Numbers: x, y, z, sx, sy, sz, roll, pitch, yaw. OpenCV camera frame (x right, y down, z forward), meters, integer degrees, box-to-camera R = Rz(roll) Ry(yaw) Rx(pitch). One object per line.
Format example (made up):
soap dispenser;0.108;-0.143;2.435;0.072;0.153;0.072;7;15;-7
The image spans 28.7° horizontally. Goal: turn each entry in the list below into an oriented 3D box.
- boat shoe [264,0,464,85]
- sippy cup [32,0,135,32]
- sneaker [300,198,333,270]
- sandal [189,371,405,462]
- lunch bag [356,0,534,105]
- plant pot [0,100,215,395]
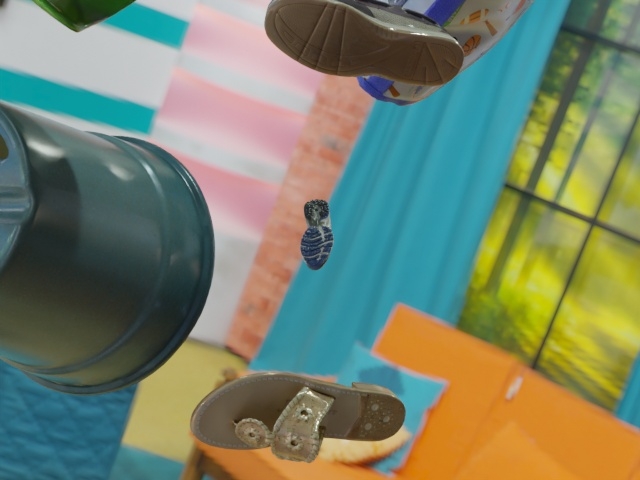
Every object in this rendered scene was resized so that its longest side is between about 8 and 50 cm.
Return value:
boat shoe;0.056;-0.284;1.719;0.285;0.102;0.092;9;32;-16
sippy cup;-0.166;-0.354;1.209;0.240;0.305;0.224;3;10;11
sneaker;0.000;0.000;1.945;0.052;0.058;0.135;-3;46;10
sandal;-0.007;0.190;1.288;0.240;0.088;0.079;3;19;-27
lunch bag;0.231;-0.434;2.259;0.239;0.328;0.385;42;34;-1
plant pot;-0.348;-0.008;1.458;0.341;0.341;0.334;25;-3;26
